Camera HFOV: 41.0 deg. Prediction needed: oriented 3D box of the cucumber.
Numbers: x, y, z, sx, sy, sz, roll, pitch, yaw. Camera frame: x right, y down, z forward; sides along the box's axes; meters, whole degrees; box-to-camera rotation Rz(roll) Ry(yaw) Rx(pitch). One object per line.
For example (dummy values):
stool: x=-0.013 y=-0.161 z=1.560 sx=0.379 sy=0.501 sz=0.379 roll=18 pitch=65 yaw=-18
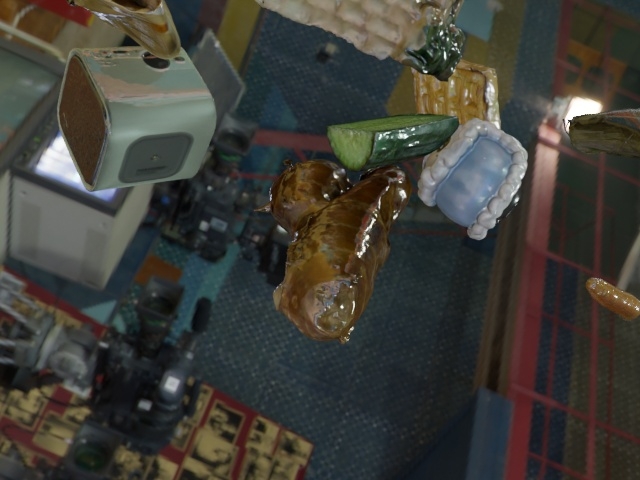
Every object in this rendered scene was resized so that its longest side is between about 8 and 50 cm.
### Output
cucumber: x=0.120 y=-0.147 z=1.244 sx=0.244 sy=0.115 sz=0.063 roll=-17 pitch=112 yaw=-42

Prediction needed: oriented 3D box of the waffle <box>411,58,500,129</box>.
waffle: x=0.381 y=-0.377 z=2.406 sx=0.348 sy=0.077 sz=0.304 roll=37 pitch=-37 yaw=52

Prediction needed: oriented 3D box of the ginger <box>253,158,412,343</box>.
ginger: x=0.000 y=0.000 z=1.405 sx=0.418 sy=0.254 sz=0.176 roll=-71 pitch=165 yaw=-47

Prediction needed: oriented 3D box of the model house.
model house: x=0.130 y=-0.521 z=1.465 sx=0.400 sy=0.395 sz=0.445 roll=-68 pitch=166 yaw=14

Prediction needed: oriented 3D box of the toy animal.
toy animal: x=0.282 y=-0.114 z=1.652 sx=0.156 sy=0.204 sz=0.208 roll=-49 pitch=173 yaw=-45

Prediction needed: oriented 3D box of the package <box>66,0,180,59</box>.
package: x=-0.363 y=-0.434 z=1.499 sx=0.165 sy=0.221 sz=0.311 roll=-22 pitch=-178 yaw=-3

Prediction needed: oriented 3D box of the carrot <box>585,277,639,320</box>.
carrot: x=0.514 y=0.100 z=1.525 sx=0.048 sy=0.139 sz=0.048 roll=-34 pitch=-136 yaw=39

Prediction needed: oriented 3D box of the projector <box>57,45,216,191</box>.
projector: x=-0.402 y=-0.269 z=1.857 sx=0.248 sy=0.249 sz=0.248 roll=60 pitch=-39 yaw=25

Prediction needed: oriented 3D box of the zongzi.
zongzi: x=0.633 y=-0.210 z=1.844 sx=0.204 sy=0.205 sz=0.094 roll=-77 pitch=159 yaw=-54
